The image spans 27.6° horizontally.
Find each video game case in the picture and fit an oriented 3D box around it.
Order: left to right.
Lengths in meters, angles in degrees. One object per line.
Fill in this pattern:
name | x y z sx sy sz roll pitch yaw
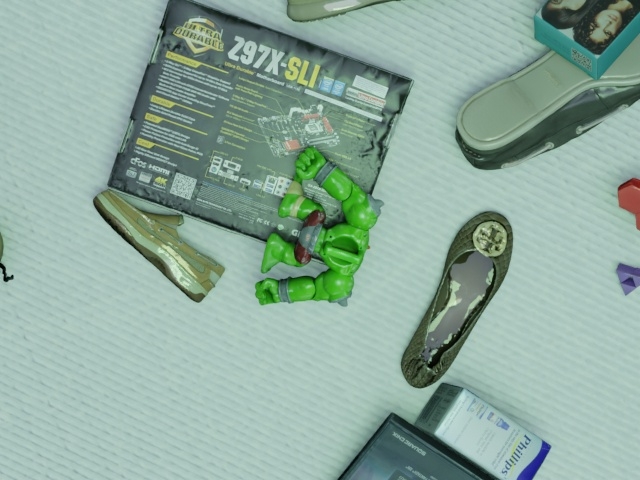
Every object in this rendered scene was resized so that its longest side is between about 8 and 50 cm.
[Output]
video game case | 0.096 0.370 1.672 0.196 0.026 0.274 34 114 -4

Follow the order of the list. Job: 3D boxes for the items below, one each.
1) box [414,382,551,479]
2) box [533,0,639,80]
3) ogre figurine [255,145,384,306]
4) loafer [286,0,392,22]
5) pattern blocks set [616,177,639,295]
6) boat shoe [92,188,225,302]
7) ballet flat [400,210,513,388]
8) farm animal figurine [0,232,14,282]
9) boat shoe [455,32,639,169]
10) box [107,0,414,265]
box | 0.203 0.247 1.651 0.137 0.126 0.072 35 84 -4
box | 0.375 -0.319 1.587 0.100 0.060 0.244 39 81 21
ogre figurine | 0.000 0.000 1.570 0.118 0.097 0.197 21 85 9
loafer | 0.081 -0.340 1.601 0.269 0.102 0.092 -15 108 2
pattern blocks set | 0.526 0.048 1.603 0.325 0.026 0.285 7 130 23
boat shoe | -0.203 -0.007 1.663 0.190 0.068 0.072 44 82 -14
ballet flat | 0.176 0.079 1.670 0.084 0.058 0.250 29 95 -4
farm animal figurine | -0.509 -0.062 1.609 0.330 0.172 0.327 -41 107 -4
boat shoe | 0.321 -0.192 1.637 0.335 0.095 0.112 -27 65 -1
box | -0.076 -0.134 1.638 0.322 0.079 0.257 19 94 -2
